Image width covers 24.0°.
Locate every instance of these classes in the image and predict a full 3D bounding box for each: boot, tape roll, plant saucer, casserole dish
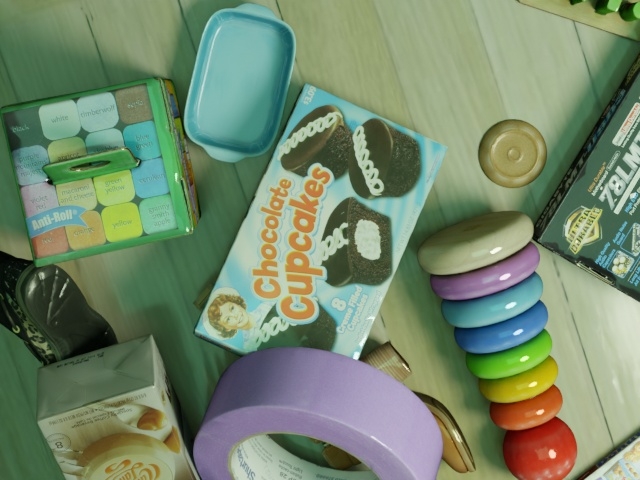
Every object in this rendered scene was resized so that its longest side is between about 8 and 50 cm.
[{"bbox_3d":[-0.343,0.088,1.781,0.179,0.236,0.085,21,59,33],"label":"boot"},{"bbox_3d":[0.080,0.237,1.823,0.152,0.073,0.197,-40,89,5],"label":"boot"},{"bbox_3d":[-0.002,0.243,1.726,0.275,0.090,0.275,11,138,11],"label":"tape roll"},{"bbox_3d":[0.232,-0.104,1.814,0.083,0.015,0.083,0,96,-2],"label":"plant saucer"},{"bbox_3d":[-0.095,-0.186,1.787,0.114,0.037,0.188,13,95,-3],"label":"casserole dish"}]

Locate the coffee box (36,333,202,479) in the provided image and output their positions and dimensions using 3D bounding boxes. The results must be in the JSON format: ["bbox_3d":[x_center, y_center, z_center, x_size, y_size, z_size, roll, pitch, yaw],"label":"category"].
[{"bbox_3d":[-0.221,0.245,1.746,0.141,0.098,0.246,-17,126,2],"label":"coffee box"}]

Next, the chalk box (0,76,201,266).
[{"bbox_3d":[-0.239,-0.078,1.667,0.180,0.289,0.179,-12,96,0],"label":"chalk box"}]

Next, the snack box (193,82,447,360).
[{"bbox_3d":[0.000,0.000,1.760,0.187,0.060,0.322,24,80,-4],"label":"snack box"}]

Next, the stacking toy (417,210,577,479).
[{"bbox_3d":[0.230,0.138,1.788,0.141,0.141,0.330,-20,101,1],"label":"stacking toy"}]

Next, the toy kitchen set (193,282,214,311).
[{"bbox_3d":[-0.088,0.083,1.781,0.068,0.075,0.083,-50,130,4],"label":"toy kitchen set"}]

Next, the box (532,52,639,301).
[{"bbox_3d":[0.450,-0.054,1.797,0.293,0.073,0.295,29,95,-4],"label":"box"}]

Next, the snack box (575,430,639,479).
[{"bbox_3d":[0.393,0.276,1.855,0.178,0.022,0.064,-38,97,2],"label":"snack box"}]

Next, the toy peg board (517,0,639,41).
[{"bbox_3d":[0.335,-0.333,1.761,0.161,0.079,0.160,18,95,-4],"label":"toy peg board"}]
